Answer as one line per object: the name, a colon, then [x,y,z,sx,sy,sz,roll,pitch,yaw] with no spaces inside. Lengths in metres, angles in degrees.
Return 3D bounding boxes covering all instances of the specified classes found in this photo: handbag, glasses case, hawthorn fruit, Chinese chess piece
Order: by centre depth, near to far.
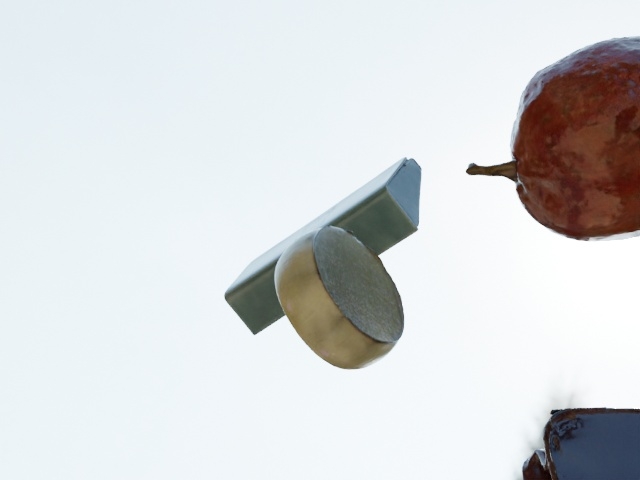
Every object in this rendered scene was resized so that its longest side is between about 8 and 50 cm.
handbag: [0.281,0.237,1.255,0.203,0.216,0.074,-3,-38,-16]
Chinese chess piece: [0.016,0.048,1.288,0.051,0.122,0.122,-35,-60,27]
hawthorn fruit: [0.265,-0.088,1.505,0.253,0.205,0.205,-20,-37,-1]
glasses case: [0.000,0.000,1.768,0.056,0.105,0.266,35,-51,-28]
